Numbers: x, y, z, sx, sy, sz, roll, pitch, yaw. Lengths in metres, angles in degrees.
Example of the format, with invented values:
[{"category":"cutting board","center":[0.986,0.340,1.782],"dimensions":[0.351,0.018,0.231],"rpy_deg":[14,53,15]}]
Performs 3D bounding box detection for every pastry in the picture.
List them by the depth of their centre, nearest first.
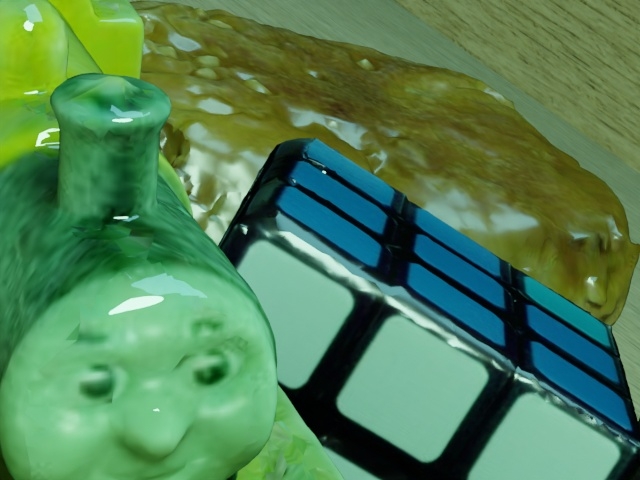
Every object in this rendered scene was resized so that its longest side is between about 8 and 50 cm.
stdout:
[{"category":"pastry","center":[0.000,0.000,0.956],"dimensions":[0.310,0.162,0.255],"rpy_deg":[15,29,-20]}]

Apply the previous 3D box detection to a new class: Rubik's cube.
[{"category":"Rubik's cube","center":[0.011,0.075,0.708],"dimensions":[0.162,0.163,0.160],"rpy_deg":[29,13,-2]}]

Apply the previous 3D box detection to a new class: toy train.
[{"category":"toy train","center":[-0.093,0.007,0.502],"dimensions":[0.150,0.237,0.369],"rpy_deg":[-5,29,-24]}]

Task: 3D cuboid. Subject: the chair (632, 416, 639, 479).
[{"category":"chair","center":[0.230,0.131,1.052],"dimensions":[0.145,0.140,0.221],"rpy_deg":[3,22,-43]}]
